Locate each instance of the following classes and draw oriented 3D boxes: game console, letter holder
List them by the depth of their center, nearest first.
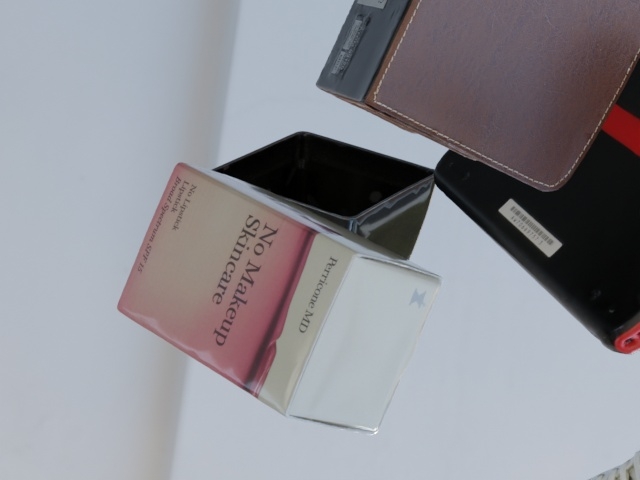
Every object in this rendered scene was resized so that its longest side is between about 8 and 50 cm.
[{"bbox_3d":[0.168,-0.219,1.382,0.214,0.302,0.152,24,-177,-19],"label":"letter holder"},{"bbox_3d":[0.310,-0.095,1.496,0.060,0.342,0.386,43,-176,-34],"label":"game console"}]

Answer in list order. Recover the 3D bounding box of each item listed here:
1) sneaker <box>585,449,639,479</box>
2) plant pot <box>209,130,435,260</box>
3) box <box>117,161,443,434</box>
[{"bbox_3d":[0.281,0.277,1.570,0.123,0.106,0.290,16,132,-13],"label":"sneaker"},{"bbox_3d":[0.000,0.000,1.748,0.188,0.167,0.187,18,-153,29],"label":"plant pot"},{"bbox_3d":[-0.039,0.047,1.356,0.232,0.149,0.127,27,-174,41],"label":"box"}]
